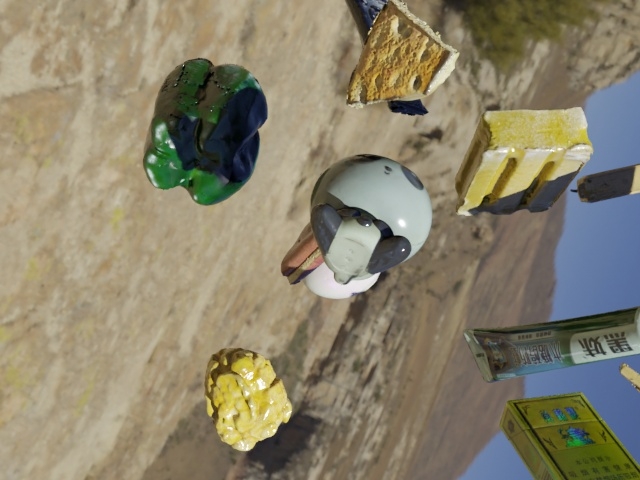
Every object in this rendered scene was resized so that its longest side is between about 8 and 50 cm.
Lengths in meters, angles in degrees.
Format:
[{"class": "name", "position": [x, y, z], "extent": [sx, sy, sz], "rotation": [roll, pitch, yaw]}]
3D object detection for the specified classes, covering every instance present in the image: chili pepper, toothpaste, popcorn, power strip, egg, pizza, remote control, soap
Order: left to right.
[{"class": "chili pepper", "position": [-0.230, -0.207, 1.644], "extent": [0.256, 0.234, 0.248], "rotation": [-74, 172, -51]}, {"class": "popcorn", "position": [-0.139, 0.301, 1.593], "extent": [0.140, 0.164, 0.194], "rotation": [-43, 136, -78]}, {"class": "egg", "position": [0.057, 0.044, 2.015], "extent": [0.217, 0.183, 0.183], "rotation": [-29, -155, 47]}, {"class": "remote control", "position": [0.129, -0.441, 1.842], "extent": [0.145, 0.398, 0.062], "rotation": [6, 148, -46]}, {"class": "pizza", "position": [0.141, -0.294, 1.476], "extent": [0.081, 0.188, 0.204], "rotation": [8, 120, -52]}, {"class": "soap", "position": [0.366, -0.139, 1.575], "extent": [0.315, 0.199, 0.091], "rotation": [87, -1, -71]}, {"class": "toothpaste", "position": [0.361, 0.149, 1.244], "extent": [0.061, 0.098, 0.392], "rotation": [-26, -178, -38]}, {"class": "power strip", "position": [0.702, -0.137, 1.905], "extent": [0.044, 0.306, 0.064], "rotation": [-175, -107, -80]}]

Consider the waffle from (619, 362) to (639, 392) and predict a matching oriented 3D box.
[{"class": "waffle", "position": [0.578, 0.276, 1.458], "extent": [0.023, 0.153, 0.097], "rotation": [-47, 154, -17]}]

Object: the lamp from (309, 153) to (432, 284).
[{"class": "lamp", "position": [0.071, -0.034, 1.303], "extent": [0.244, 0.198, 0.197], "rotation": [-61, 171, -64]}]

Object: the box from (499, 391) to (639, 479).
[{"class": "box", "position": [0.383, 0.326, 1.270], "extent": [0.220, 0.141, 0.064], "rotation": [-118, -150, -51]}]

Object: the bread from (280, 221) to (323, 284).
[{"class": "bread", "position": [0.001, 0.001, 1.680], "extent": [0.192, 0.067, 0.119], "rotation": [-40, -160, 44]}]
